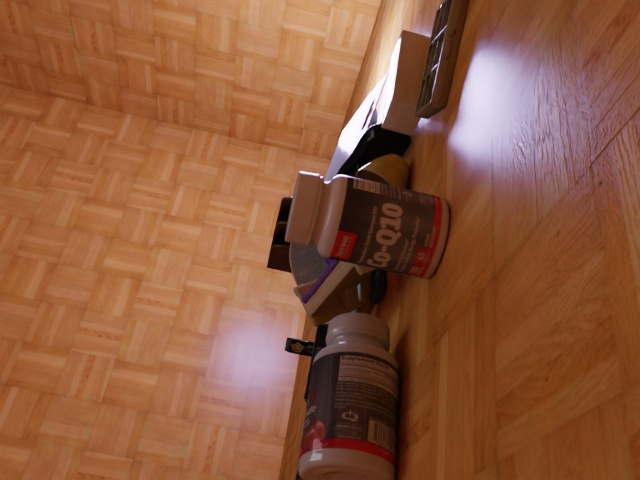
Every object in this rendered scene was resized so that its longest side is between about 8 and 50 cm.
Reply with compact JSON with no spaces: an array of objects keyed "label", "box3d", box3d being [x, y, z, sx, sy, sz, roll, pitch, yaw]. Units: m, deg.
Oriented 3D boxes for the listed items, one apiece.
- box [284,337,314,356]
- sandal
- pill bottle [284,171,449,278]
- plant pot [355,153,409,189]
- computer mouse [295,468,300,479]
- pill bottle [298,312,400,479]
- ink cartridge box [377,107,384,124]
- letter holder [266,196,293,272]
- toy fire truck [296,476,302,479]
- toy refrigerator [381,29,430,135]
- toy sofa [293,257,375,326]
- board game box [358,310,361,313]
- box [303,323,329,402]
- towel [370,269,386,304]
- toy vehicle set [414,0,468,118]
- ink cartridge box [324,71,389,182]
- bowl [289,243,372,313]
[{"label":"box","box3d":[-0.030,0.377,2.195,0.220,0.175,0.051,131,150,-79]},{"label":"sandal","box3d":[0.136,-0.174,1.800,0.446,0.168,0.107,112,152,-65]},{"label":"pill bottle","box3d":[0.083,-0.033,1.191,0.161,0.283,0.161,-168,90,-86]},{"label":"plant pot","box3d":[0.171,-0.161,1.590,0.095,0.134,0.134,-49,-5,-19]},{"label":"computer mouse","box3d":[-0.007,0.638,1.942,0.272,0.072,0.188,-61,-14,-59]},{"label":"pill bottle","box3d":[0.063,0.306,1.219,0.176,0.176,0.318,108,173,-51]},{"label":"ink cartridge box","box3d":[0.196,-0.326,2.099,0.206,0.045,0.208,136,148,-81]},{"label":"letter holder","box3d":[0.000,0.000,2.027,0.214,0.302,0.152,108,173,-48]},{"label":"toy fire truck","box3d":[-0.040,0.723,1.683,0.254,0.169,0.302,-53,7,4]},{"label":"toy refrigerator","box3d":[0.228,-0.409,1.634,0.102,0.094,0.269,111,172,-56]},{"label":"toy sofa","box3d":[0.054,0.050,1.499,0.177,0.150,0.362,61,152,16]},{"label":"board game box","box3d":[0.085,0.257,1.979,0.259,0.039,0.124,115,167,-59]},{"label":"box","box3d":[0.036,0.340,1.660,0.153,0.108,0.207,70,-152,-65]},{"label":"towel","box3d":[0.149,0.107,1.619,0.119,0.029,0.067,-86,10,-57]},{"label":"toy vehicle set","box3d":[0.275,-0.422,1.439,0.166,0.035,0.266,-175,98,-85]},{"label":"ink cartridge box","box3d":[0.129,-0.305,2.000,0.385,0.091,0.308,-44,23,62]},{"label":"bowl","box3d":[0.063,0.068,1.797,0.156,0.289,0.289,-23,-37,-38]}]
